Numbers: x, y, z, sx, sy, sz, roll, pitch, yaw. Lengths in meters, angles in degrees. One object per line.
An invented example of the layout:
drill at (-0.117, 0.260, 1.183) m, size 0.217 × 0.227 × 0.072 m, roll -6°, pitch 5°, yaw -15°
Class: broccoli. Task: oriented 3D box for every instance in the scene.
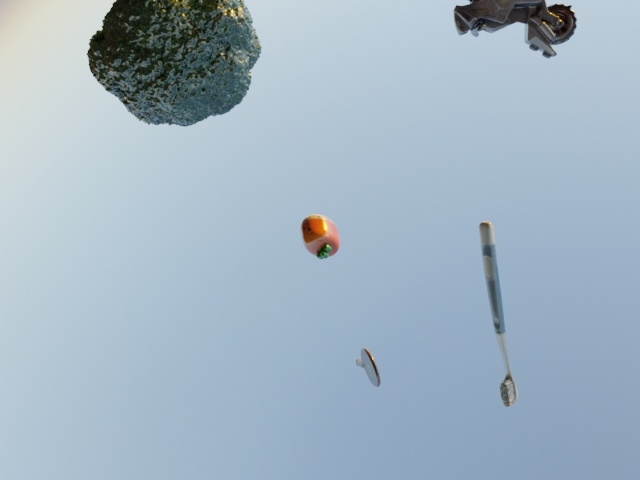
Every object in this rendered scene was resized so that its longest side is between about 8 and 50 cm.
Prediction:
broccoli at (-0.251, -0.336, 1.029) m, size 0.298 × 0.297 × 0.297 m, roll -30°, pitch -130°, yaw 22°

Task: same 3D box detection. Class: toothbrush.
toothbrush at (0.238, 0.105, 0.796) m, size 0.025 × 0.275 × 0.019 m, roll -28°, pitch -158°, yaw -38°

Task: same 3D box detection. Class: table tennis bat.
table tennis bat at (0.173, 0.325, 1.609) m, size 0.119 × 0.107 × 0.170 m, roll -17°, pitch 179°, yaw -13°

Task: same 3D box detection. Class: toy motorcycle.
toy motorcycle at (0.314, -0.372, 0.984) m, size 0.122 × 0.215 × 0.080 m, roll -61°, pitch -179°, yaw 14°

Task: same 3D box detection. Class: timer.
timer at (0.000, 0.000, 1.627) m, size 0.099 × 0.136 × 0.136 m, roll -31°, pitch -144°, yaw 32°
